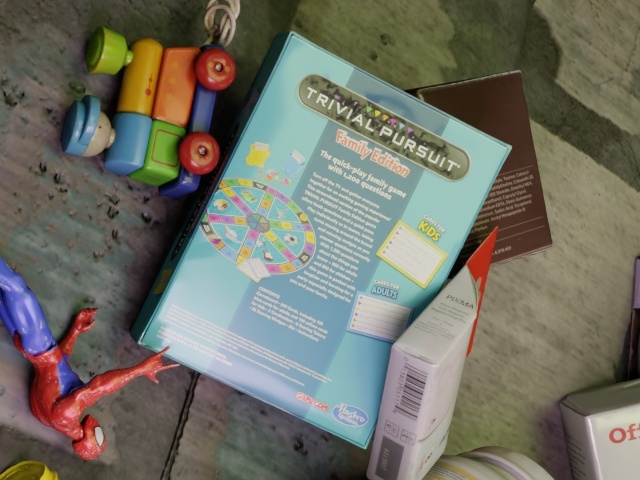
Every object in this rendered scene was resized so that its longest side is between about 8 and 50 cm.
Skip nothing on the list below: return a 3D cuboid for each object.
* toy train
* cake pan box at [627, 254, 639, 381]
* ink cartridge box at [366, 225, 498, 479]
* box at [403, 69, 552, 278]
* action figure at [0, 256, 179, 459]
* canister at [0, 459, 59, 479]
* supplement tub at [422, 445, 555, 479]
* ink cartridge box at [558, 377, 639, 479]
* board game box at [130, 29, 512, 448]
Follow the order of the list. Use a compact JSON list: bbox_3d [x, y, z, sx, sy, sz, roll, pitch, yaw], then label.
[{"bbox_3d":[-0.165,-0.178,1.697,0.143,0.105,0.248,16,75,-25],"label":"toy train"},{"bbox_3d":[0.504,0.159,2.259,0.267,0.070,0.245,17,73,-38],"label":"cake pan box"},{"bbox_3d":[0.134,0.121,1.739,0.232,0.066,0.189,-39,149,-42],"label":"ink cartridge box"},{"bbox_3d":[0.125,-0.067,1.883,0.167,0.168,0.203,-15,97,-40],"label":"box"},{"bbox_3d":[-0.240,0.065,1.601,0.139,0.091,0.280,-28,105,-25],"label":"action figure"},{"bbox_3d":[-0.255,0.306,1.585,0.126,0.073,0.170,-49,118,-32],"label":"canister"},{"bbox_3d":[0.094,0.362,1.769,0.331,0.241,0.241,-21,100,-40],"label":"supplement tub"},{"bbox_3d":[0.434,0.323,2.081,0.223,0.129,0.307,-12,95,-6],"label":"ink cartridge box"},{"bbox_3d":[0.000,0.000,1.707,0.254,0.079,0.336,27,88,-14],"label":"board game box"}]
